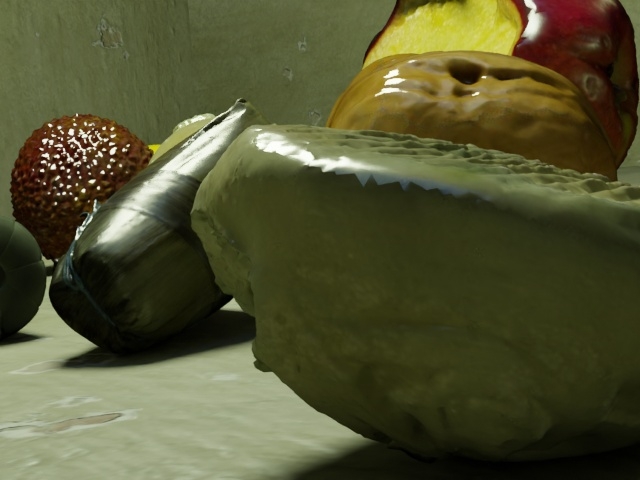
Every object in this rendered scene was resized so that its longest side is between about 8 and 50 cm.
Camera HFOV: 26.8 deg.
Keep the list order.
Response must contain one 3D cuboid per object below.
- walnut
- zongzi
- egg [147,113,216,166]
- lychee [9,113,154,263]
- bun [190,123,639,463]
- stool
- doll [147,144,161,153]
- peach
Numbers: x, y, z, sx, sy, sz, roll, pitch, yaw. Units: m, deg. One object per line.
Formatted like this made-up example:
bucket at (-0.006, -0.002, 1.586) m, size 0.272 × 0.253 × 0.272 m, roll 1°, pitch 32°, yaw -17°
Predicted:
walnut at (0.108, -0.049, 0.989) m, size 0.222 × 0.195 × 0.195 m, roll -3°, pitch 4°, yaw 5°
zongzi at (-0.129, 0.029, 0.966) m, size 0.221 × 0.112 × 0.242 m, roll -42°, pitch -2°, yaw -44°
egg at (-0.093, -0.043, 1.334) m, size 0.164 × 0.164 × 0.201 m, roll -5°, pitch -2°, yaw 10°
lychee at (-0.284, -0.057, 1.607) m, size 0.194 × 0.194 × 0.194 m, roll -5°, pitch 4°, yaw 0°
bun at (0.058, 0.023, 0.517) m, size 0.237 × 0.116 × 0.210 m, roll 12°, pitch 8°, yaw 21°
stool at (-0.264, 0.030, 1.010) m, size 0.096 × 0.096 × 0.110 m, roll -8°, pitch -1°, yaw -30°
doll at (-0.223, -0.048, 1.890) m, size 0.199 × 0.145 × 0.363 m, roll -47°, pitch 27°, yaw -13°
peach at (0.213, -0.184, 1.805) m, size 0.417 × 0.339 × 0.353 m, roll -4°, pitch -33°, yaw 22°
